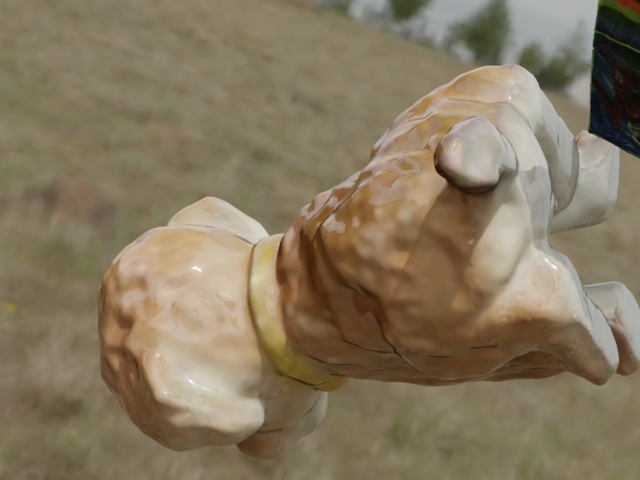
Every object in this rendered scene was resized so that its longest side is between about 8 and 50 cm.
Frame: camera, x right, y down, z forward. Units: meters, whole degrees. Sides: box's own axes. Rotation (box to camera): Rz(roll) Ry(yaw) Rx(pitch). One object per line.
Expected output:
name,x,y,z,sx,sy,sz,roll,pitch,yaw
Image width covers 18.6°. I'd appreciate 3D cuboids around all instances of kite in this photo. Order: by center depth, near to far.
kite,0.102,-0.035,0.543,0.090,0.004,0.122,1,-44,55

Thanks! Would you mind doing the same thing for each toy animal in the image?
toy animal,-0.006,0.008,0.626,0.185,0.104,0.184,-8,-16,21
